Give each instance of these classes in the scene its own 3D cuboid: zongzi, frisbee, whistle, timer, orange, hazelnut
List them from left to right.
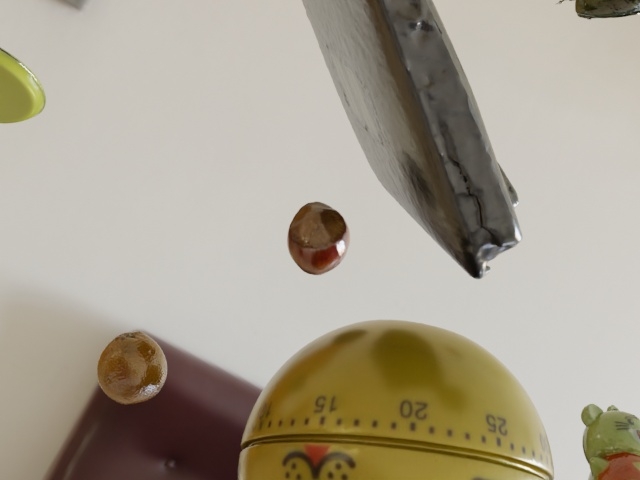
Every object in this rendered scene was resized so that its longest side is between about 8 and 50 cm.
[{"bbox_3d":[-0.499,-0.226,1.237,0.236,0.017,0.236,9,-24,4],"label":"frisbee"},{"bbox_3d":[-0.216,0.146,1.023,0.085,0.085,0.085,31,7,-4],"label":"orange"},{"bbox_3d":[0.000,0.000,1.061,0.086,0.086,0.086,31,7,-4],"label":"hazelnut"},{"bbox_3d":[0.074,0.290,0.947,0.376,0.387,0.376,8,-23,4],"label":"timer"},{"bbox_3d":[0.431,-0.338,1.289,0.130,0.062,0.154,5,-12,-41],"label":"zongzi"},{"bbox_3d":[0.458,0.364,1.334,0.131,0.106,0.288,26,40,-17],"label":"whistle"}]

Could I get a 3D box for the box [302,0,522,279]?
[{"bbox_3d":[0.081,-0.163,0.932,0.359,0.091,0.350,64,-3,-21],"label":"box"}]
